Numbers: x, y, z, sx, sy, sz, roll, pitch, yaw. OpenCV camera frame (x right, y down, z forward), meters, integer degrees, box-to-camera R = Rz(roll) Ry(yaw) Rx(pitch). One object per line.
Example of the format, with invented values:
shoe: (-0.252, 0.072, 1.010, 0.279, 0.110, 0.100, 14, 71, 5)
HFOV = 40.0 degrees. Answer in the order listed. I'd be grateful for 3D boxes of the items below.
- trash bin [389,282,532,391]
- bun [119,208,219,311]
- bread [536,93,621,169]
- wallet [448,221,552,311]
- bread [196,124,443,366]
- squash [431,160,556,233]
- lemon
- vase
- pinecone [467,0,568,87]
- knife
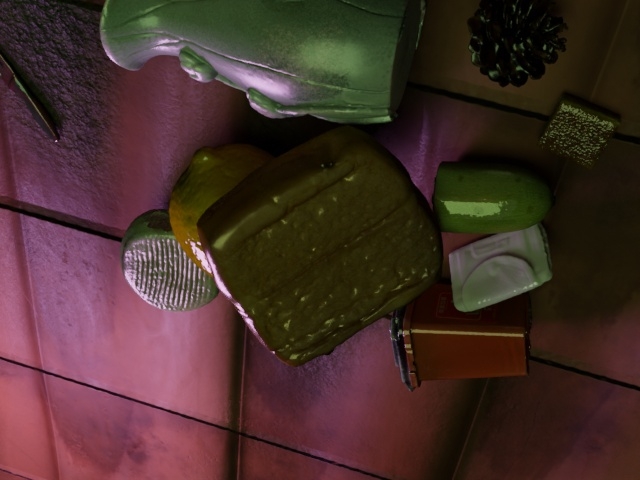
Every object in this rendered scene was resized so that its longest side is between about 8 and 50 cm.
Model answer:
trash bin: (0.253, 0.173, 1.563, 0.238, 0.161, 0.185, 1, 128, 15)
bun: (-0.282, 0.034, 1.684, 0.221, 0.108, 0.221, 5, 128, 6)
bread: (0.387, -0.164, 1.319, 0.094, 0.035, 0.090, 23, 131, 2)
wallet: (0.296, 0.043, 1.466, 0.183, 0.124, 0.032, -25, 143, 35)
bread: (-0.002, -0.004, 1.339, 0.337, 0.148, 0.328, -35, 124, 2)
squash: (0.275, -0.064, 1.388, 0.186, 0.123, 0.123, 4, 128, 14)
lemon: (-0.138, -0.049, 1.484, 0.228, 0.228, 0.254, -25, 105, 34)
vase: (-0.086, -0.305, 1.254, 0.445, 0.250, 0.250, 12, 130, 12)
pinecone: (0.272, -0.277, 1.199, 0.120, 0.140, 0.140, 2, 132, 51)
knife: (-0.551, -0.282, 1.592, 0.035, 0.018, 0.247, -16, 117, 34)
